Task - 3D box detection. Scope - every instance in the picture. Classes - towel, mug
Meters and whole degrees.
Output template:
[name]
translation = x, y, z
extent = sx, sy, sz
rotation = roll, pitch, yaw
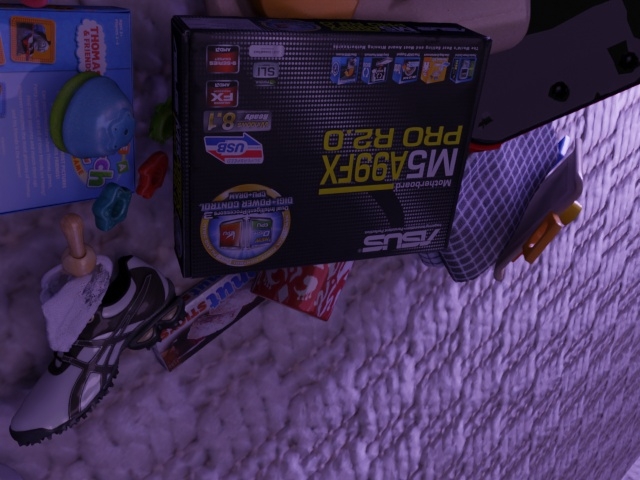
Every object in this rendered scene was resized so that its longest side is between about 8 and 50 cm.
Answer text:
[towel]
translation = 0.223, -0.110, 0.905
extent = 0.283, 0.121, 0.235
rotation = -52, 138, -12
[mug]
translation = 0.006, 0.001, 0.733
extent = 0.150, 0.113, 0.169
rotation = 31, 78, -50

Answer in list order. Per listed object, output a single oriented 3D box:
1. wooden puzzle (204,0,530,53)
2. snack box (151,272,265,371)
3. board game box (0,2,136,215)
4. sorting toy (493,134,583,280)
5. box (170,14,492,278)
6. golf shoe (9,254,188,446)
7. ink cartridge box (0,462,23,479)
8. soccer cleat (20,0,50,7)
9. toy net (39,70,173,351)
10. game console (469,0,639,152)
[wooden puzzle]
translation = 0.046, -0.303, 0.564
extent = 0.323, 0.080, 0.347
rotation = -15, 121, -11
[snack box]
translation = -0.113, 0.069, 0.734
extent = 0.178, 0.022, 0.064
rotation = -37, 130, -27
[board game box]
translation = -0.248, -0.099, 0.504
extent = 0.212, 0.039, 0.160
rotation = -14, 119, -39
[sorting toy]
translation = 0.333, -0.040, 0.963
extent = 0.196, 0.047, 0.347
rotation = -57, 178, 33
[box]
translation = 0.006, -0.083, 0.587
extent = 0.270, 0.060, 0.216
rotation = -5, 120, -21
[golf shoe]
translation = -0.223, 0.096, 0.612
extent = 0.198, 0.077, 0.093
rotation = -48, 125, -26
[ink cartridge box]
translation = -0.379, 0.243, 0.465
extent = 0.223, 0.129, 0.307
rotation = -49, 141, -14
[soccer cleat]
translation = -0.253, -0.242, 0.391
extent = 0.248, 0.083, 0.095
rotation = 26, 71, -53
[toy net]
translation = -0.190, -0.020, 0.549
extent = 0.122, 0.045, 0.232
rotation = -25, 137, -73
[game console]
translation = 0.260, -0.310, 0.735
extent = 0.387, 0.060, 0.341
rotation = -24, 104, -8
